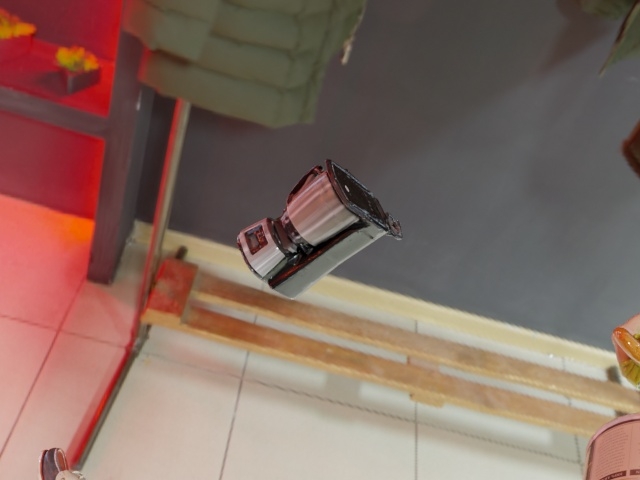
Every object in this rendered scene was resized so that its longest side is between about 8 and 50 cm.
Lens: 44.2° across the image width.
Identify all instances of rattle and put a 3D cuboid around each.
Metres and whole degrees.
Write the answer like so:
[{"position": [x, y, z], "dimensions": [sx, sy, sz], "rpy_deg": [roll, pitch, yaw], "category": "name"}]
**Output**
[{"position": [0.503, 0.121, 1.072], "dimensions": [0.200, 0.142, 0.130], "rpy_deg": [-13, 39, 16], "category": "rattle"}]

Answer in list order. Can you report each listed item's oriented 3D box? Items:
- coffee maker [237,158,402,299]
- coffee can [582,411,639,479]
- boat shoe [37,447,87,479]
[{"position": [0.000, 0.000, 1.107], "dimensions": [0.171, 0.178, 0.120], "rpy_deg": [44, 22, -25], "category": "coffee maker"}, {"position": [0.421, 0.378, 0.984], "dimensions": [0.201, 0.201, 0.275], "rpy_deg": [29, 35, 8], "category": "coffee can"}, {"position": [-0.245, 0.254, 0.773], "dimensions": [0.043, 0.049, 0.137], "rpy_deg": [-29, 42, -7], "category": "boat shoe"}]
